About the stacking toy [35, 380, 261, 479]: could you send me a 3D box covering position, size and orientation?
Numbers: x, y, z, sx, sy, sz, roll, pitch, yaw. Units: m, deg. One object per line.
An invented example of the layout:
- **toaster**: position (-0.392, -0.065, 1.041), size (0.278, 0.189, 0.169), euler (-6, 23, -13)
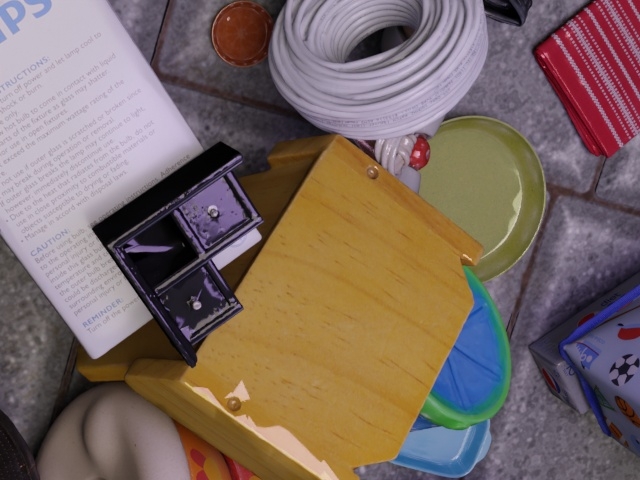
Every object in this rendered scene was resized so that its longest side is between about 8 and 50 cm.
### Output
- **stacking toy**: position (-0.114, 0.375, 1.641), size (0.480, 0.350, 0.351), euler (12, 100, -40)

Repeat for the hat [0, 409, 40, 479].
- **hat**: position (-0.437, 0.351, 1.541), size (0.331, 0.331, 0.134), euler (-61, 151, 3)

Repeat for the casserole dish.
- **casserole dish**: position (0.156, 0.272, 1.803), size (0.188, 0.037, 0.114), euler (17, 97, -21)

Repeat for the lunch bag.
- **lunch bag**: position (0.579, 0.157, 1.663), size (0.385, 0.328, 0.239), euler (-36, 118, -10)

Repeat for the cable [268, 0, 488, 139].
- **cable**: position (0.064, -0.229, 1.449), size (0.257, 0.257, 0.089), euler (-67, 151, -27)

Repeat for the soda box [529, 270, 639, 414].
- **soda box**: position (0.454, 0.128, 1.839), size (0.286, 0.091, 0.098), euler (-33, 112, -9)

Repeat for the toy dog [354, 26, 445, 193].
- **toy dog**: position (0.084, -0.183, 1.596), size (0.334, 0.161, 0.220), euler (-62, 158, -27)

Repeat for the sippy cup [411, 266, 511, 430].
- **sippy cup**: position (0.089, 0.154, 1.631), size (0.305, 0.224, 0.240), euler (19, 55, -40)

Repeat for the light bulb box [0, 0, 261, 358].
- **light bulb box**: position (-0.291, -0.115, 1.382), size (0.225, 0.358, 0.361), euler (-37, 111, -10)

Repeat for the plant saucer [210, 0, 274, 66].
- **plant saucer**: position (-0.099, -0.262, 1.597), size (0.083, 0.013, 0.083), euler (-4, 104, -18)

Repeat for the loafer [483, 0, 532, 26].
- **loafer**: position (0.183, -0.345, 1.631), size (0.223, 0.076, 0.078), euler (20, 57, -24)

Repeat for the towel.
- **towel**: position (0.446, -0.270, 1.773), size (0.275, 0.031, 0.199), euler (-39, 110, -8)

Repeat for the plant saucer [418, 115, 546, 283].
- **plant saucer**: position (0.196, -0.055, 1.736), size (0.241, 0.037, 0.241), euler (-5, 105, -18)

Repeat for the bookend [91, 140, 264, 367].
- **bookend**: position (-0.114, 0.013, 1.245), size (0.156, 0.072, 0.157), euler (-35, 114, -10)

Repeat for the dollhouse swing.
- **dollhouse swing**: position (-0.059, 0.098, 1.472), size (0.315, 0.305, 0.347), euler (37, 61, -12)
